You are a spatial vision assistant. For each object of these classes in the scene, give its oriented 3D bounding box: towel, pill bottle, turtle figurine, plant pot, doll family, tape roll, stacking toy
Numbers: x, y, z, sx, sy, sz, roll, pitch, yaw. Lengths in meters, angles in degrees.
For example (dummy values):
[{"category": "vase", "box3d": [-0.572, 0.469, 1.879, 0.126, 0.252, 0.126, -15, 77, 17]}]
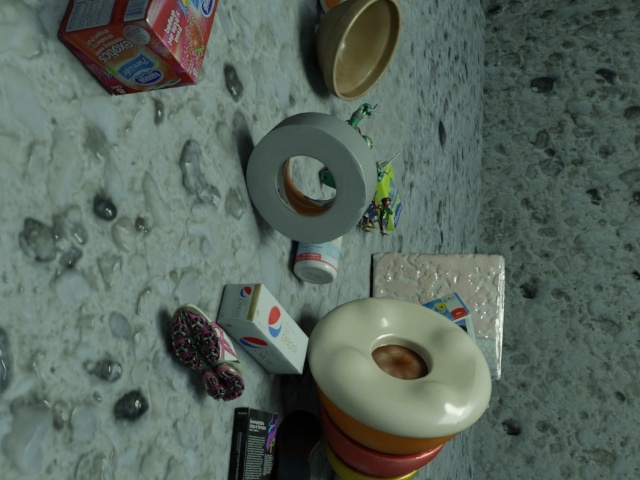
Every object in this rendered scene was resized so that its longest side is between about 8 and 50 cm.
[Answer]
[{"category": "towel", "box3d": [0.290, 0.184, 1.875, 0.053, 0.331, 0.317, 58, 35, -73]}, {"category": "pill bottle", "box3d": [0.000, 0.000, 1.495, 0.087, 0.087, 0.160, 55, 38, -53]}, {"category": "turtle figurine", "box3d": [0.080, -0.205, 1.684, 0.234, 0.118, 0.175, -32, 103, -48]}, {"category": "plant pot", "box3d": [0.063, -0.431, 1.617, 0.237, 0.109, 0.237, -42, 151, -30]}, {"category": "doll family", "box3d": [0.113, -0.083, 1.808, 0.193, 0.075, 0.112, 24, 70, -63]}, {"category": "tape roll", "box3d": [-0.015, -0.106, 1.292, 0.072, 0.219, 0.219, -53, 136, -57]}, {"category": "stacking toy", "box3d": [0.111, 0.388, 1.498, 0.351, 0.350, 0.480, -57, 163, -56]}]

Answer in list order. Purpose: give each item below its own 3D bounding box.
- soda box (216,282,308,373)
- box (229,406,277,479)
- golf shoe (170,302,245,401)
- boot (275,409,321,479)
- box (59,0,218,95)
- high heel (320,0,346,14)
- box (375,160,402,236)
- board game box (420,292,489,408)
[{"category": "soda box", "box3d": [-0.093, 0.154, 1.270, 0.216, 0.069, 0.074, 56, 37, -51]}, {"category": "box", "box3d": [-0.112, 0.365, 1.251, 0.116, 0.029, 0.162, 40, 52, -62]}, {"category": "golf shoe", "box3d": [-0.171, 0.154, 1.101, 0.086, 0.067, 0.186, -109, 178, -52]}, {"category": "boot", "box3d": [-0.053, 0.409, 1.372, 0.219, 0.082, 0.106, -70, 178, -66]}, {"category": "box", "box3d": [-0.212, -0.325, 0.949, 0.123, 0.128, 0.257, 52, 40, -55]}, {"category": "high heel", "box3d": [0.049, -0.581, 1.722, 0.117, 0.082, 0.244, 66, 25, -62]}, {"category": "box", "box3d": [0.178, -0.111, 2.013, 0.109, 0.042, 0.178, -66, 145, -48]}, {"category": "board game box", "box3d": [0.209, 0.304, 1.694, 0.086, 0.301, 0.308, -115, -174, -56]}]
